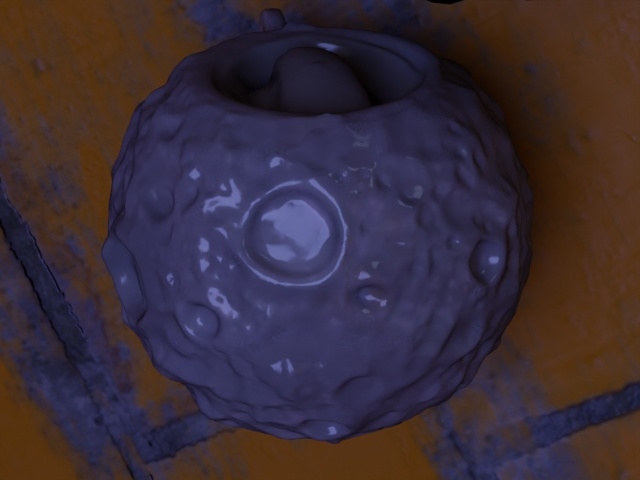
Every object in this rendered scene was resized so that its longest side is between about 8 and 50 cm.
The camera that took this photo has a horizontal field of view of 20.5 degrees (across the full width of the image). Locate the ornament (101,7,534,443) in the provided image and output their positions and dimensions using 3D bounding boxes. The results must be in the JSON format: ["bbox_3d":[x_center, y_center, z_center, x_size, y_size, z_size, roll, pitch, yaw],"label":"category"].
[{"bbox_3d":[0.000,0.000,1.378,0.337,0.337,0.337,7,109,21],"label":"ornament"}]

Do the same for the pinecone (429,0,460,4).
[{"bbox_3d":[0.133,-0.347,1.194,0.398,0.398,0.397,7,109,21],"label":"pinecone"}]
